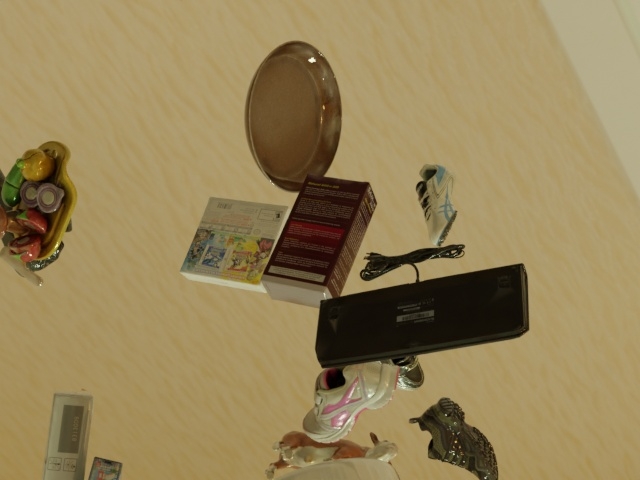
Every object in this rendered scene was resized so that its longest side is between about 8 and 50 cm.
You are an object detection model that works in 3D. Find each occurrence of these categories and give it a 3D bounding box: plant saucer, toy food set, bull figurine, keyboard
[{"bbox_3d":[-0.062,-0.254,1.924,0.050,0.311,0.311,6,-135,35],"label":"plant saucer"},{"bbox_3d":[-0.423,-0.041,1.324,0.128,0.071,0.218,38,-68,33],"label":"toy food set"},{"bbox_3d":[0.024,0.508,2.168,0.310,0.101,0.188,-1,-176,24],"label":"bull figurine"},{"bbox_3d":[0.143,0.085,1.352,0.317,0.033,0.202,-11,-133,21],"label":"keyboard"}]

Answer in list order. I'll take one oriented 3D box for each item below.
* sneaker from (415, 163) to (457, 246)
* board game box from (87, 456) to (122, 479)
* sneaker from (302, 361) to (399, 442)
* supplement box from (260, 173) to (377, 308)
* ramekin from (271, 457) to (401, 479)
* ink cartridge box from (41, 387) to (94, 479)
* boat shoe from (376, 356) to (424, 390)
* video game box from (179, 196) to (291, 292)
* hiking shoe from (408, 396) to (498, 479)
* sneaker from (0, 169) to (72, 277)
[{"bbox_3d":[0.233,-0.073,1.910,0.237,0.086,0.085,-80,-170,-52],"label":"sneaker"},{"bbox_3d":[-0.446,0.552,1.839,0.194,0.060,0.194,112,-9,-58],"label":"board game box"},{"bbox_3d":[0.033,0.281,1.721,0.252,0.111,0.103,-46,-161,36],"label":"sneaker"},{"bbox_3d":[0.000,0.000,1.674,0.130,0.073,0.240,10,-119,25],"label":"supplement box"},{"bbox_3d":[0.011,0.425,1.352,0.277,0.277,0.135,-27,-123,16],"label":"ramekin"},{"bbox_3d":[-0.566,0.480,2.042,0.385,0.091,0.308,162,-66,-71],"label":"ink cartridge box"},{"bbox_3d":[0.158,0.241,1.893,0.070,0.219,0.078,0,-125,45],"label":"boat shoe"},{"bbox_3d":[-0.175,0.007,1.968,0.205,0.048,0.187,8,-116,28],"label":"video game box"},{"bbox_3d":[0.289,0.443,1.992,0.114,0.227,0.086,-33,-174,24],"label":"hiking shoe"},{"bbox_3d":[-0.539,-0.059,1.716,0.130,0.228,0.087,-25,-179,-9],"label":"sneaker"}]
